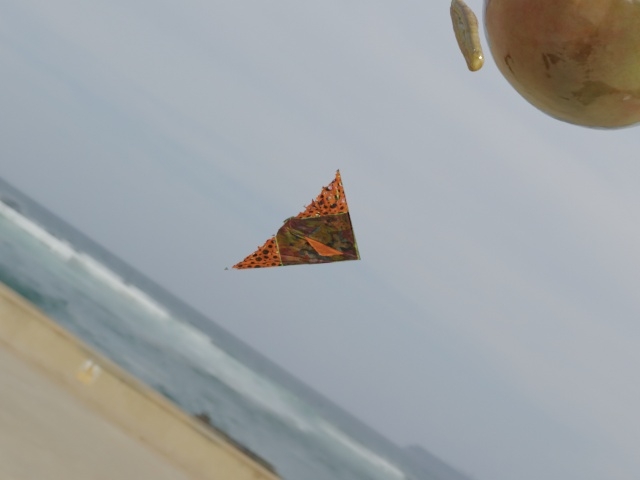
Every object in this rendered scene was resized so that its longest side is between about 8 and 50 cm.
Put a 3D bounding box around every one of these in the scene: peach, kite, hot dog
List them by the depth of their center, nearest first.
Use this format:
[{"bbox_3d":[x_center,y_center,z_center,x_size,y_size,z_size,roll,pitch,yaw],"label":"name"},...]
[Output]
[{"bbox_3d":[0.280,-0.252,1.276,0.247,0.292,0.292,32,-6,41],"label":"peach"},{"bbox_3d":[0.000,0.001,1.553,0.125,0.222,0.008,23,44,-31],"label":"kite"},{"bbox_3d":[0.202,-0.284,1.788,0.137,0.028,0.044,-99,-169,-45],"label":"hot dog"}]
